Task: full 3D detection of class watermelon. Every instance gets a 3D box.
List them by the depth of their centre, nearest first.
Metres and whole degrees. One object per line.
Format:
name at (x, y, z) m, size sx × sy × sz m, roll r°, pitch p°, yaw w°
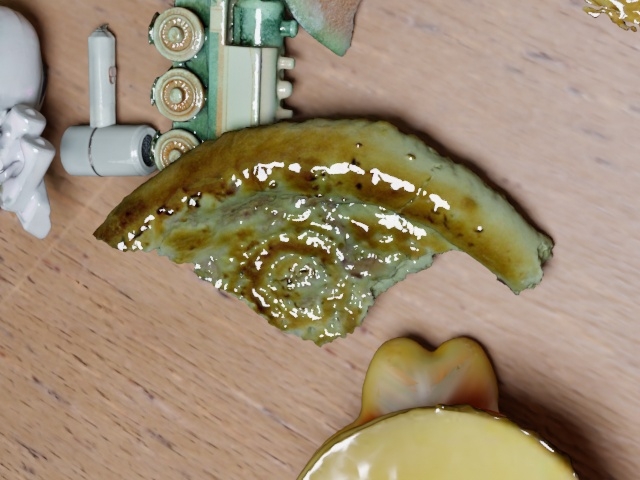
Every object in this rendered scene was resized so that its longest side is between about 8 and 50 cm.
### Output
watermelon at (-0.021, -0.231, 1.064) m, size 0.080 × 0.155 × 0.101 m, roll -45°, pitch 59°, yaw 14°

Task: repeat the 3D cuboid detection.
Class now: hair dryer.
hair dryer at (-0.190, -0.126, 1.198) m, size 0.082 × 0.047 × 0.137 m, roll 0°, pitch 93°, yaw 23°

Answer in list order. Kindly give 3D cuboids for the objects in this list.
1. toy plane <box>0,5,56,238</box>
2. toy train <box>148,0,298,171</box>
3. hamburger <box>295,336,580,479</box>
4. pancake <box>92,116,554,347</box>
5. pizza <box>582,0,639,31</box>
toy plane at (-0.329, -0.093, 1.221) m, size 0.266 × 0.122 × 0.267 m, roll 1°, pitch 91°, yaw 39°
toy train at (-0.077, -0.124, 1.128) m, size 0.125 × 0.081 × 0.194 m, roll 6°, pitch 104°, yaw 14°
hamburger at (0.082, 0.232, 1.049) m, size 0.260 × 0.186 × 0.303 m, roll -9°, pitch 92°, yaw 0°
pancake at (-0.001, 0.001, 1.083) m, size 0.376 × 0.054 × 0.197 m, roll 0°, pitch 111°, yaw 11°
pizza at (0.192, -0.371, 0.944) m, size 0.434 × 0.080 × 0.392 m, roll 24°, pitch 105°, yaw 9°
